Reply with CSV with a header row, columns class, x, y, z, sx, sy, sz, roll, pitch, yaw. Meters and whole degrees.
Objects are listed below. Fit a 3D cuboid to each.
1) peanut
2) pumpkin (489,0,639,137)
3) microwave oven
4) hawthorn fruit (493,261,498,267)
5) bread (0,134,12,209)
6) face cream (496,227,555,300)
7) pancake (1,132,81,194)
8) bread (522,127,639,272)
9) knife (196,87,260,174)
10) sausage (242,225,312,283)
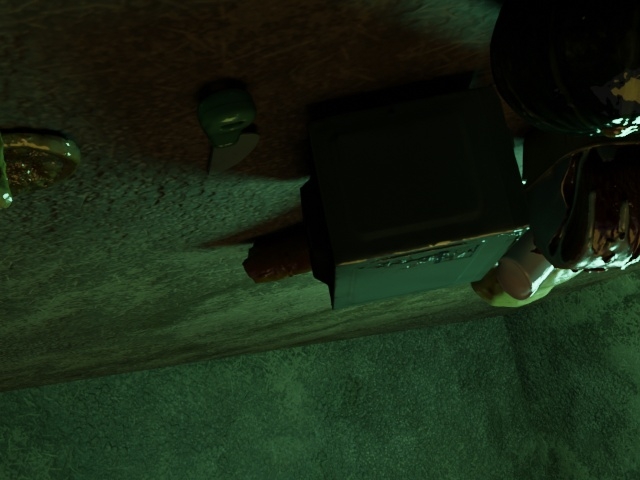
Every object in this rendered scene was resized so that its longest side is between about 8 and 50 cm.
class,x,y,z,sx,sy,sz,roll,pitch,yaw
peanut,0.409,0.024,1.639,0.192,0.169,0.387,-15,168,-18
pumpkin,0.247,-0.163,0.715,0.211,0.152,0.211,-9,-175,1
microwave oven,0.096,-0.044,1.007,0.237,0.181,0.295,-10,167,-2
hawthorn fruit,0.270,-0.036,1.331,0.149,0.149,0.189,-23,178,38
bread,-0.390,-0.063,0.622,0.185,0.114,0.274,-17,166,35
face cream,0.362,-0.031,1.249,0.269,0.073,0.107,-45,151,-18
pancake,-0.304,-0.075,0.842,0.139,0.022,0.139,-13,167,-3
bread,0.344,-0.067,1.089,0.142,0.212,0.224,-6,165,-11
knife,-0.095,-0.108,0.905,0.063,0.035,0.260,-18,174,-8
sausage,0.004,0.000,1.344,0.302,0.076,0.103,-22,165,38
